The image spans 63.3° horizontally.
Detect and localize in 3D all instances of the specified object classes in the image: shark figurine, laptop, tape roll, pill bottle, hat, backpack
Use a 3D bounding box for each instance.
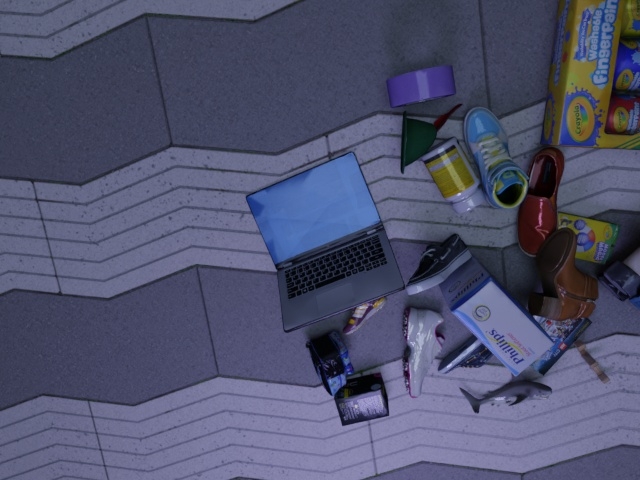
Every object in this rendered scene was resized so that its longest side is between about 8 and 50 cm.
[{"bbox_3d":[0.612,0.482,1.700,0.278,0.166,0.116,-19,74,26],"label":"shark figurine"},{"bbox_3d":[0.000,0.000,1.576,0.381,0.408,0.236,-22,132,9],"label":"laptop"},{"bbox_3d":[0.287,-0.437,1.479,0.188,0.189,0.080,-11,101,7],"label":"tape roll"},{"bbox_3d":[0.401,-0.193,1.554,0.119,0.119,0.209,-30,97,10],"label":"pill bottle"},{"bbox_3d":[0.330,-0.296,1.512,0.183,0.173,0.209,2,101,5],"label":"hat"},{"bbox_3d":[0.039,0.409,1.693,0.116,0.158,0.174,-21,112,-9],"label":"backpack"}]

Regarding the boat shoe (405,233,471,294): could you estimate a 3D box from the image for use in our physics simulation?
[{"bbox_3d":[0.342,0.063,1.548,0.108,0.301,0.102,-25,93,53],"label":"boat shoe"}]

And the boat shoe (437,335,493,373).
[{"bbox_3d":[0.475,0.394,1.693,0.183,0.065,0.083,-41,94,10],"label":"boat shoe"}]

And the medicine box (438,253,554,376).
[{"bbox_3d":[0.508,0.209,1.538,0.263,0.289,0.149,44,102,-5],"label":"medicine box"}]

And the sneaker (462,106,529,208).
[{"bbox_3d":[0.510,-0.235,1.491,0.127,0.208,0.319,-22,98,10],"label":"sneaker"}]

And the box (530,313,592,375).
[{"bbox_3d":[0.722,0.296,1.662,0.159,0.044,0.233,36,102,-3],"label":"box"}]

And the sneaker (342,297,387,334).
[{"bbox_3d":[0.128,0.226,1.694,0.185,0.069,0.084,-44,86,5],"label":"sneaker"}]

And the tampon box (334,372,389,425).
[{"bbox_3d":[0.137,0.523,1.720,0.160,0.120,0.102,-15,101,8],"label":"tampon box"}]

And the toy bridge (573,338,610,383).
[{"bbox_3d":[0.859,0.380,1.657,0.026,0.063,0.188,-38,110,11],"label":"toy bridge"}]

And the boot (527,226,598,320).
[{"bbox_3d":[0.750,0.108,1.535,0.220,0.109,0.284,6,99,-22],"label":"boot"}]

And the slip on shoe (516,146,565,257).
[{"bbox_3d":[0.647,-0.112,1.539,0.122,0.101,0.332,15,104,35],"label":"slip on shoe"}]

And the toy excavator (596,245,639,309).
[{"bbox_3d":[1.060,0.194,1.504,0.222,0.433,0.445,-44,67,11],"label":"toy excavator"}]

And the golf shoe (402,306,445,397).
[{"bbox_3d":[0.334,0.367,1.679,0.140,0.115,0.307,-1,102,2],"label":"golf shoe"}]

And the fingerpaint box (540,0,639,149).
[{"bbox_3d":[0.844,-0.478,1.435,0.370,0.163,0.446,4,101,4],"label":"fingerpaint box"}]

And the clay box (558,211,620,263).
[{"bbox_3d":[0.801,-0.008,1.590,0.221,0.053,0.128,12,102,3],"label":"clay box"}]
